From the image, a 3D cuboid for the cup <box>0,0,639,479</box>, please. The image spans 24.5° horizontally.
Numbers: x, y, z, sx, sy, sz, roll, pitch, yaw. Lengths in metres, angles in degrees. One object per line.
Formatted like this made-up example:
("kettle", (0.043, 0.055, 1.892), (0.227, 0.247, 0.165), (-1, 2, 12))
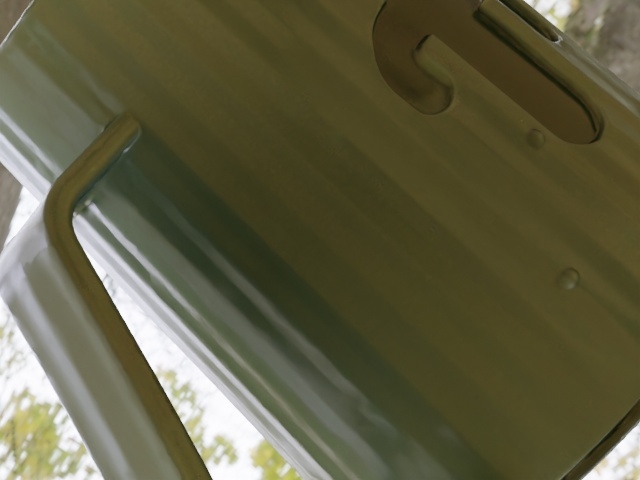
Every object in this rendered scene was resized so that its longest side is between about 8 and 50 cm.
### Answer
("cup", (0.017, -0.018, 0.831), (0.392, 0.310, 0.401), (42, -162, -5))
